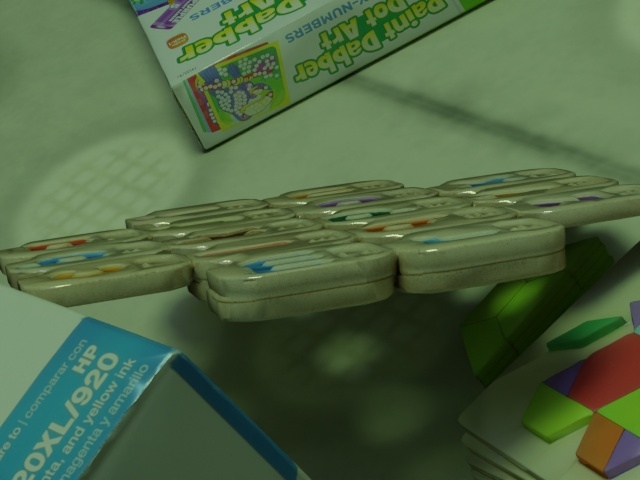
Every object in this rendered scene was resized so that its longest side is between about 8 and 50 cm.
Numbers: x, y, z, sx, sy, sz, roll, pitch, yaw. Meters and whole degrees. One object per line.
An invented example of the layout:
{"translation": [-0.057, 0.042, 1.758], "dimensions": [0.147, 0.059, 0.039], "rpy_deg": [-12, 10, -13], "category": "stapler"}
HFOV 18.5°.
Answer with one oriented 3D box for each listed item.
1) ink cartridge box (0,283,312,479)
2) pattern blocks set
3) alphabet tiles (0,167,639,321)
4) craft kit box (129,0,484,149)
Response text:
{"translation": [-0.132, 0.123, 0.778], "dimensions": [0.233, 0.171, 0.168], "rpy_deg": [17, 66, 43], "category": "ink cartridge box"}
{"translation": [0.149, 0.042, 0.785], "dimensions": [0.325, 0.026, 0.285], "rpy_deg": [-50, 26, -22], "category": "pattern blocks set"}
{"translation": [0.000, 0.000, 0.876], "dimensions": [0.278, 0.021, 0.284], "rpy_deg": [-8, 8, -13], "category": "alphabet tiles"}
{"translation": [-0.001, -0.186, 1.213], "dimensions": [0.250, 0.061, 0.246], "rpy_deg": [-29, 38, -1], "category": "craft kit box"}
